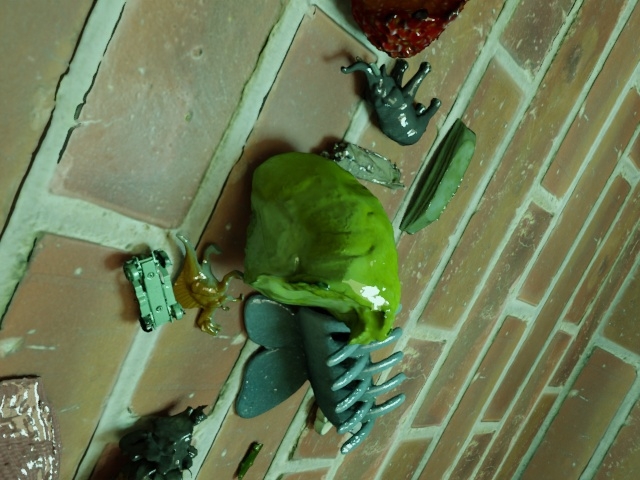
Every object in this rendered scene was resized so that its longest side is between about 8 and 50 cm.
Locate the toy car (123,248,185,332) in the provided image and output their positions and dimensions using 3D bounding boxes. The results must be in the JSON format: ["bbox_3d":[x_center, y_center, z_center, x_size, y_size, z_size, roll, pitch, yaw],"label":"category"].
[{"bbox_3d":[-0.274,0.081,0.844,0.073,0.054,0.143,-23,125,-28],"label":"toy car"}]

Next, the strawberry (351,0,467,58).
[{"bbox_3d":[0.161,-0.392,0.867,0.234,0.234,0.178,-48,155,-10],"label":"strawberry"}]

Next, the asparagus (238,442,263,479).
[{"bbox_3d":[-0.167,0.512,1.197,0.025,0.021,0.108,28,94,-42],"label":"asparagus"}]

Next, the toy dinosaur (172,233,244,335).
[{"bbox_3d":[-0.215,0.076,0.906,0.142,0.057,0.212,-41,124,10],"label":"toy dinosaur"}]

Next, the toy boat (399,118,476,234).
[{"bbox_3d":[0.285,-0.138,1.207,0.093,0.055,0.293,24,95,-43],"label":"toy boat"}]

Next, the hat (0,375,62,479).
[{"bbox_3d":[-0.495,0.361,0.763,0.237,0.107,0.286,-23,102,-30],"label":"hat"}]

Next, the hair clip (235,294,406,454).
[{"bbox_3d":[0.030,0.231,1.064,0.392,0.238,0.318,-24,124,-29],"label":"hair clip"}]

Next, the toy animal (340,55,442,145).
[{"bbox_3d":[0.145,-0.284,0.985,0.137,0.082,0.269,-54,136,-5],"label":"toy animal"}]

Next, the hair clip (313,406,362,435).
[{"bbox_3d":[0.060,0.436,1.320,0.159,0.071,0.218,-57,142,-9],"label":"hair clip"}]

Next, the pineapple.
[{"bbox_3d":[-0.313,0.464,0.933,0.223,0.223,0.357,27,76,-46],"label":"pineapple"}]

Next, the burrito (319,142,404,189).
[{"bbox_3d":[0.086,-0.149,1.030,0.230,0.058,0.063,11,110,-41],"label":"burrito"}]

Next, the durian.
[{"bbox_3d":[0.000,0.000,0.863,0.256,0.204,0.339,2,76,-4],"label":"durian"}]
